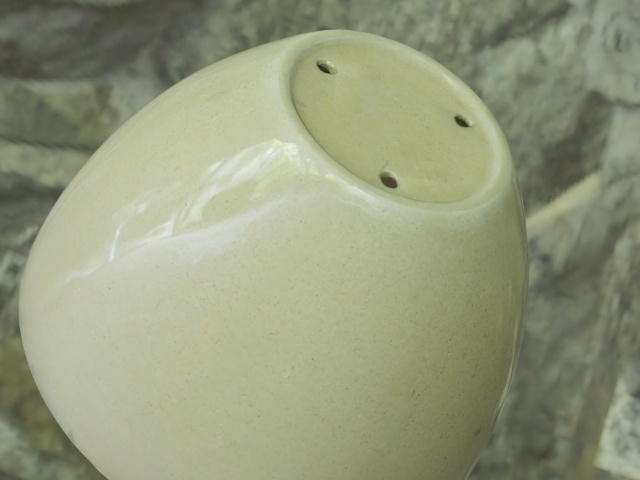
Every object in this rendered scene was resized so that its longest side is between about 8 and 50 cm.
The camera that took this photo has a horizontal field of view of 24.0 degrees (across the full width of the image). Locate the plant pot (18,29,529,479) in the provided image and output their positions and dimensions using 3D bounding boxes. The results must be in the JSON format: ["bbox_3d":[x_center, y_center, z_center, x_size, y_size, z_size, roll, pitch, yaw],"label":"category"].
[{"bbox_3d":[0.000,0.000,0.811,0.284,0.284,0.191,23,-48,-9],"label":"plant pot"}]
